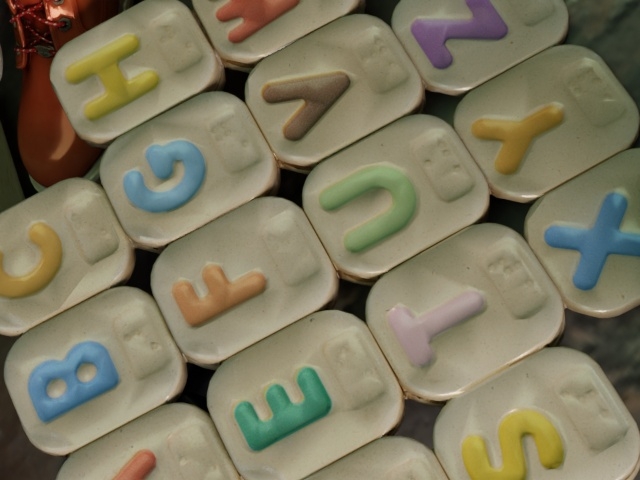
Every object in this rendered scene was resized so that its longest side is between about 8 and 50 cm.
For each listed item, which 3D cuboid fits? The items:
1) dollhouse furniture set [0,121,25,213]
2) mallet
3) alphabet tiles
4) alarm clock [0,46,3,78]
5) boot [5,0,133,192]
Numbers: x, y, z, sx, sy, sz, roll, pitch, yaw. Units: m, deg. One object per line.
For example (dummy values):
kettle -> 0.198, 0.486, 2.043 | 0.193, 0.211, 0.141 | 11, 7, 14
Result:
dollhouse furniture set -> -0.229, 0.001, 0.672 | 0.151, 0.123, 0.144 | -15, 68, -17
mallet -> 0.013, 0.054, 0.554 | 0.189, 0.062, 0.039 | -24, 70, 1
alphabet tiles -> 0.000, 0.000, 0.533 | 0.278, 0.021, 0.284 | -28, 65, -1
alarm clock -> -0.211, -0.139, 0.637 | 0.192, 0.064, 0.129 | 46, 129, 16
boot -> -0.126, -0.099, 0.621 | 0.059, 0.084, 0.158 | 0, 79, 22
